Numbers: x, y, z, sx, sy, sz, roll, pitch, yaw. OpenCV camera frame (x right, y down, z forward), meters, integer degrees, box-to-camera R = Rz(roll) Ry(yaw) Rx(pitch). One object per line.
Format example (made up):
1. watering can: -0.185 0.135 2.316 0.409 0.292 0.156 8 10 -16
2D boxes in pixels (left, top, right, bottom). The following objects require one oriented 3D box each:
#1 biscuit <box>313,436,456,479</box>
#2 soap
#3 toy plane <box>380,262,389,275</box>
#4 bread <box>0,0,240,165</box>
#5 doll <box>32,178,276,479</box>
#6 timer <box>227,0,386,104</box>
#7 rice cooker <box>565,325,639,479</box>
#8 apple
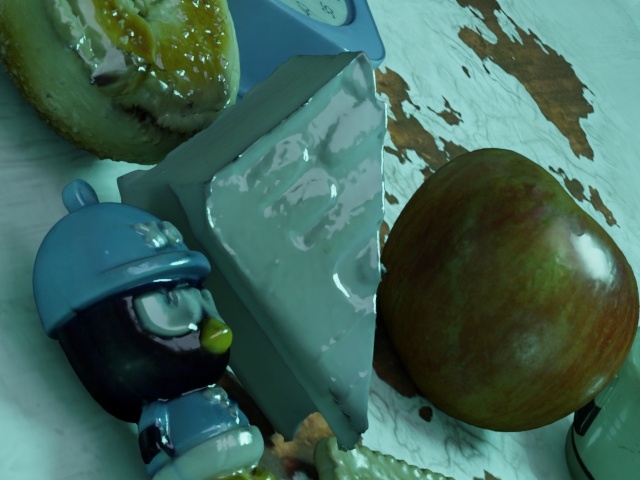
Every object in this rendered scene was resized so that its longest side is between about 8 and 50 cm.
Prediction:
1. biscuit: 0.122 0.316 1.863 0.324 0.044 0.217 23 37 -45
2. soap: 0.000 0.000 1.786 0.258 0.159 0.302 -42 109 -30
3. toy plane: 0.017 0.043 1.885 0.058 0.226 0.226 20 70 -14
4. bread: -0.210 -0.212 1.859 0.305 0.158 0.306 34 44 -41
5. doll: -0.142 0.085 1.624 0.314 0.141 0.177 60 23 12
6. timer: -0.108 -0.318 2.140 0.395 0.173 0.395 36 23 -18
7. rice cooker: 0.412 0.224 2.258 0.226 0.244 0.226 12 41 -11
8. apple: 0.196 0.068 2.107 0.301 0.301 0.301 39 27 -25
